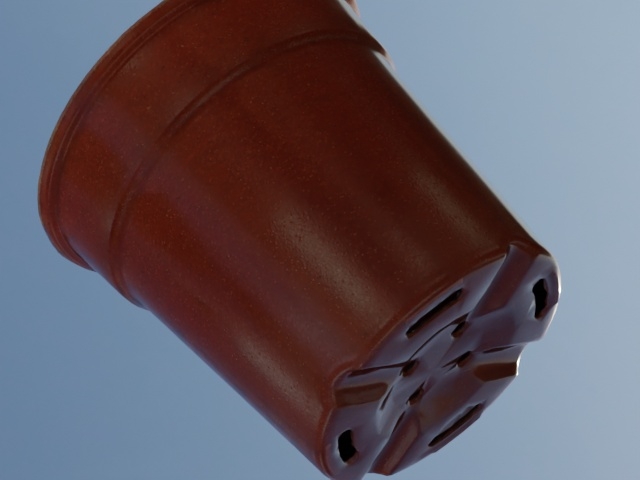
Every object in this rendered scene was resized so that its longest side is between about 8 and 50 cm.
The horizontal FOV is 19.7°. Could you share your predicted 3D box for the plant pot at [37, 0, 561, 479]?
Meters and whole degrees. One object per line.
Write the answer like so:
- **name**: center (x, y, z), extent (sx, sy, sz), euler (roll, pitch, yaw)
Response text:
- **plant pot**: center (0.000, 0.000, 1.218), extent (0.272, 0.272, 0.265), euler (-5, -137, -50)
